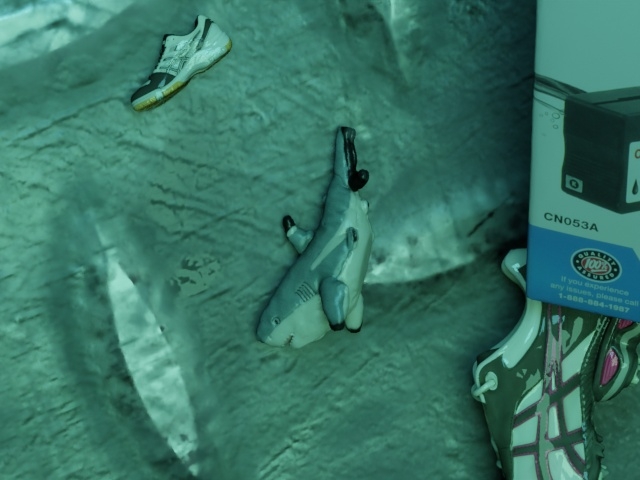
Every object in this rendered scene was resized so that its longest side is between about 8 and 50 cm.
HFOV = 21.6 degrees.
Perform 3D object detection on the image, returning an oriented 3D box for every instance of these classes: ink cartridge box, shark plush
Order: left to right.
[{"bbox_3d":[0.000,0.000,1.191,0.067,0.073,0.161,12,100,13],"label":"shark plush"},{"bbox_3d":[0.258,-0.091,1.093,0.223,0.129,0.307,13,132,19],"label":"ink cartridge box"}]

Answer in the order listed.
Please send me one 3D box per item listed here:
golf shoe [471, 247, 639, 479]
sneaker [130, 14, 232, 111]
[{"bbox_3d":[0.158,0.138,1.241,0.120,0.105,0.272,17,87,-2],"label":"golf shoe"},{"bbox_3d":[-0.102,-0.122,1.159,0.083,0.032,0.037,-39,92,-12],"label":"sneaker"}]
